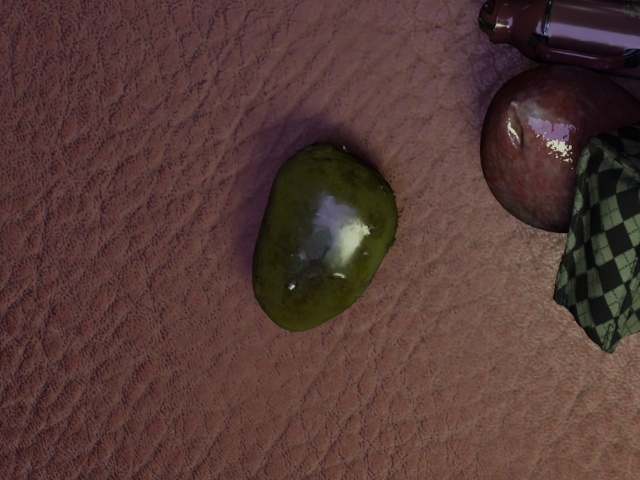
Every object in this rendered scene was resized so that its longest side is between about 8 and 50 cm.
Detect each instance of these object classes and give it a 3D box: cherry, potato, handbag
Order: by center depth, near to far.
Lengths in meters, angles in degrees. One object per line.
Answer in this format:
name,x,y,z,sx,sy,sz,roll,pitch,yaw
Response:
handbag,0.531,-0.030,1.582,0.416,0.180,0.316,-17,132,-21
cherry,0.346,-0.131,1.685,0.261,0.307,0.221,-2,62,41
potato,0.000,0.000,1.850,0.210,0.173,0.307,26,111,3

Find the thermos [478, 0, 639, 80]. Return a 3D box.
thermos,0.387,-0.284,1.705,0.330,0.109,0.136,12,68,10
